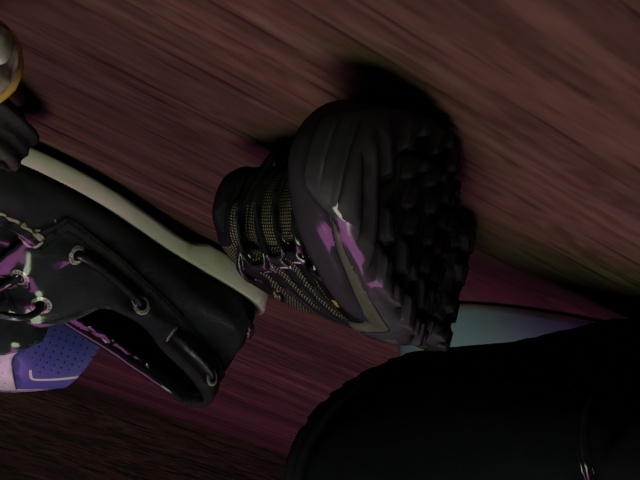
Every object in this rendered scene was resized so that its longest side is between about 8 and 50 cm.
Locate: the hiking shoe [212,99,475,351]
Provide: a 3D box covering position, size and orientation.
[{"bbox_3d":[0.000,0.000,0.519,0.114,0.086,0.227,10,166,13],"label":"hiking shoe"}]

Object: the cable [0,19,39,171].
[{"bbox_3d":[-0.180,-0.072,0.483,0.139,0.072,0.287,25,166,-8],"label":"cable"}]

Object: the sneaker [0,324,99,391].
[{"bbox_3d":[-0.311,0.035,0.951,0.316,0.127,0.182,24,167,-22],"label":"sneaker"}]

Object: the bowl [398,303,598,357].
[{"bbox_3d":[0.182,0.167,0.813,0.312,0.163,0.311,16,166,4],"label":"bowl"}]

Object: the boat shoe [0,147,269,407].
[{"bbox_3d":[-0.169,0.023,0.756,0.127,0.113,0.340,7,163,38],"label":"boat shoe"}]

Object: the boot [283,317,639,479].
[{"bbox_3d":[0.128,0.091,0.543,0.247,0.094,0.207,-14,-176,-23],"label":"boot"}]
